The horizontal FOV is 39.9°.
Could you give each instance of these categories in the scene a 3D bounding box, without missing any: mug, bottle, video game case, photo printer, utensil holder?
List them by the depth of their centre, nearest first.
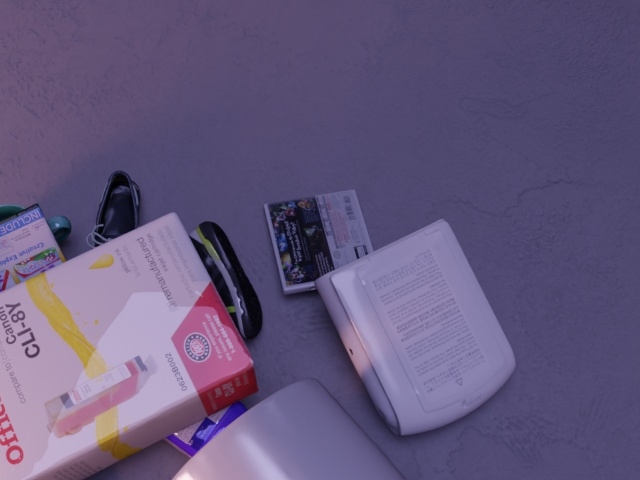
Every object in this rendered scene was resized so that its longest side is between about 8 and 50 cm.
[{"bbox_3d":[0.005,0.434,1.237,0.327,0.328,0.385,-35,70,-17],"label":"utensil holder"},{"bbox_3d":[-0.252,0.248,1.427,0.282,0.092,0.118,32,65,11],"label":"bottle"},{"bbox_3d":[0.165,0.150,1.460,0.256,0.107,0.308,-26,86,-18],"label":"photo printer"},{"bbox_3d":[-0.513,0.017,1.512,0.157,0.097,0.130,9,65,-1],"label":"mug"},{"bbox_3d":[0.000,0.000,1.579,0.173,0.022,0.190,-10,57,-8],"label":"video game case"}]

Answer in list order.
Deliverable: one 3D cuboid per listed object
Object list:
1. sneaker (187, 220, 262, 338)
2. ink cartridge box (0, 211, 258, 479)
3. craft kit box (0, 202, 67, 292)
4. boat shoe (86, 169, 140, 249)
[{"bbox_3d":[-0.180,0.078,1.532,0.097,0.084,0.235,-30,68,10],"label":"sneaker"},{"bbox_3d":[-0.324,0.175,1.316,0.384,0.160,0.279,-26,72,-12],"label":"ink cartridge box"},{"bbox_3d":[-0.513,0.103,1.421,0.249,0.061,0.247,-26,107,-15],"label":"craft kit box"},{"bbox_3d":[-0.354,0.000,1.540,0.095,0.079,0.255,5,65,-2],"label":"boat shoe"}]
